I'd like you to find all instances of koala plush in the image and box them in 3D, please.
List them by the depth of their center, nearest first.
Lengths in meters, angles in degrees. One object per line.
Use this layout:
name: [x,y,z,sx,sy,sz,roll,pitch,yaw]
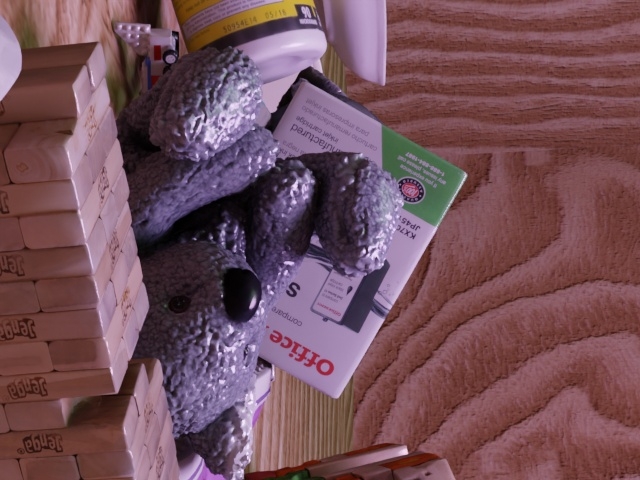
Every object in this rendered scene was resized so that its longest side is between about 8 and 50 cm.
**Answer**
koala plush: [-0.084,0.033,0.816,0.196,0.203,0.221,35,49,-31]

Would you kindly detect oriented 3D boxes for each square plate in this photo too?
square plate: [-0.035,-0.340,1.187,0.344,0.049,0.347,63,-3,15]

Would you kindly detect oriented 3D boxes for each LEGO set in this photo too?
LEGO set: [-0.139,-0.073,1.061,0.182,0.060,0.244,126,-36,-79]

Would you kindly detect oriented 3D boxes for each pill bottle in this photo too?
pill bottle: [-0.080,-0.243,1.092,0.119,0.119,0.208,15,57,-84]

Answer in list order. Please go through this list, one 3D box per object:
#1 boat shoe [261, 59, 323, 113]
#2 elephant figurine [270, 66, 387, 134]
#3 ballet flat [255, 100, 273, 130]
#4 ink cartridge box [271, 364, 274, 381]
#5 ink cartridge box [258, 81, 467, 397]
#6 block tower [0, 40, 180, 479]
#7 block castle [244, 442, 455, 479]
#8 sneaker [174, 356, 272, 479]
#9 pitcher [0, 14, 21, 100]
boat shoe: [-0.062,-0.252,1.467,0.099,0.116,0.319,-84,163,-52]
elephant figurine: [-0.033,-0.079,1.207,0.239,0.169,0.186,33,-69,51]
ballet flat: [-0.075,-0.072,1.018,0.213,0.072,0.068,114,-21,-83]
ink cartridge box: [-0.083,0.055,1.161,0.175,0.072,0.127,-129,-144,-82]
ink cartridge box: [0.000,0.000,1.013,0.208,0.153,0.087,-61,-179,4]
block tower: [-0.137,0.073,0.662,0.091,0.097,0.335,-82,166,-62]
block castle: [0.025,0.376,1.255,0.453,0.213,0.303,154,-75,-77]
sneaker: [-0.107,0.183,0.934,0.282,0.102,0.161,-44,136,-70]
pitcher: [-0.166,-0.080,0.384,0.207,0.126,0.177,99,8,-59]
